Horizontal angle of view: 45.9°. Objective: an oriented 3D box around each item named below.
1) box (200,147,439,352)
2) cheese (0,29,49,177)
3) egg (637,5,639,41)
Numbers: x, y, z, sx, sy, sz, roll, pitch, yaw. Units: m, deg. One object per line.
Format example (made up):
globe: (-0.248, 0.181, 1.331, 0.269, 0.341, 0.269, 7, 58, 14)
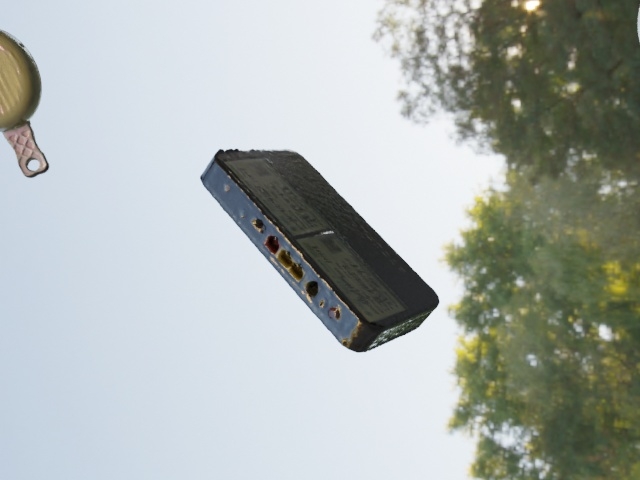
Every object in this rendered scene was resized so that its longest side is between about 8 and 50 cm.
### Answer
box: (0.000, 0.000, 1.078, 0.211, 0.350, 0.058, -12, -36, -54)
cheese: (-0.478, -0.204, 1.151, 0.064, 0.137, 0.227, -131, 18, -81)
egg: (0.526, -0.311, 0.985, 0.254, 0.188, 0.189, 105, -175, -64)
